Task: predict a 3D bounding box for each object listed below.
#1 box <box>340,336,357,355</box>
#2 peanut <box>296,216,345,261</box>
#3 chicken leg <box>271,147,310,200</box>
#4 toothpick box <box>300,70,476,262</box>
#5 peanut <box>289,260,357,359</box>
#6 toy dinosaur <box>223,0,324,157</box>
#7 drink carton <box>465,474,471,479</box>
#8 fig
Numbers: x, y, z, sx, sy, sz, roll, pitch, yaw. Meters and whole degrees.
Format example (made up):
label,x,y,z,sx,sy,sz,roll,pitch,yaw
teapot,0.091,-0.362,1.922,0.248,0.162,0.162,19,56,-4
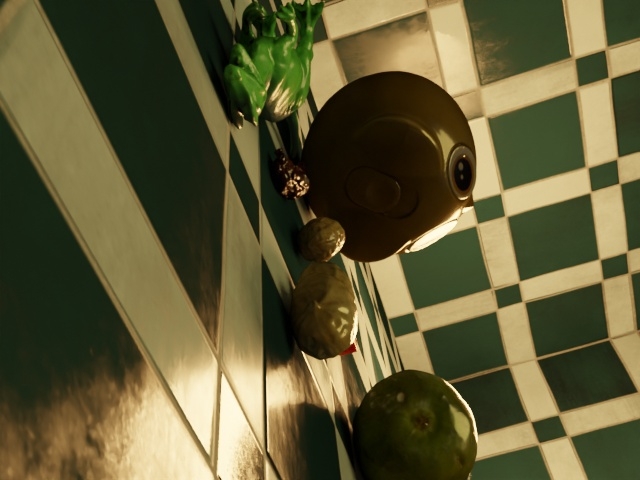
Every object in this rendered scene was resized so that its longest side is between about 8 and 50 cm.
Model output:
label,x,y,z,sx,sy,sz,roll,pitch,yaw
box,0.038,0.148,1.674,0.152,0.048,0.100,-100,170,-61
peanut,0.002,-0.001,1.540,0.193,0.089,0.089,-63,137,-82
chicken leg,-0.052,-0.121,1.532,0.205,0.053,0.093,41,32,-79
toothpick box,0.158,-0.169,1.876,0.425,0.408,0.409,-67,141,-66
peanut,0.007,0.099,1.257,0.263,0.101,0.117,-74,167,-80
toy dinosaur,-0.069,-0.212,1.435,0.500,0.143,0.375,82,13,-50
drink carton,0.197,0.444,1.785,0.190,0.191,0.185,57,17,-36
fig,0.181,0.377,1.513,0.314,0.233,0.233,56,18,-54
